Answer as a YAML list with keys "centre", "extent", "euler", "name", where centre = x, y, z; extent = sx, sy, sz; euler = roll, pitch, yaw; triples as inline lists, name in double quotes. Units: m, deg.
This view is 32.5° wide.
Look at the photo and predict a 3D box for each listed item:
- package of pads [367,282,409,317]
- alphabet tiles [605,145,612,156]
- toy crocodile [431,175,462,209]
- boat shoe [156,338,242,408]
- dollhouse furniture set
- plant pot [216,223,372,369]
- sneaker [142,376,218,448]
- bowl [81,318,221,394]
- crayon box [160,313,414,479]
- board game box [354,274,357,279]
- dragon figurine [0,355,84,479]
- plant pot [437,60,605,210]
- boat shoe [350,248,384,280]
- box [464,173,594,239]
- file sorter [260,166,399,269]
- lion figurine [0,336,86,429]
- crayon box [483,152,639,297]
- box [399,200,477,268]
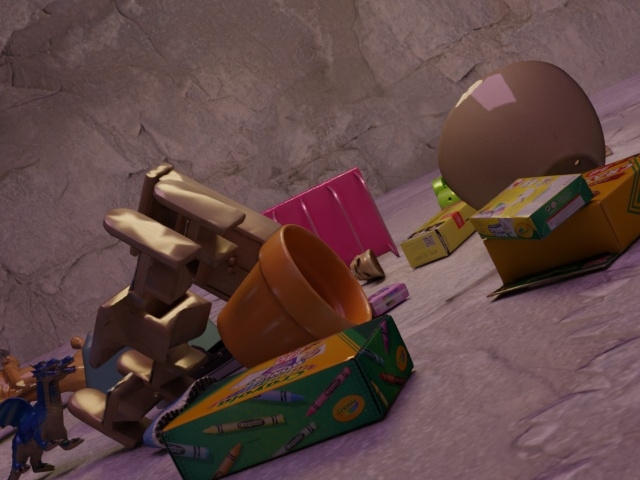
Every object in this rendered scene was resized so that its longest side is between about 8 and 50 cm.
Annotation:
- centre: [0.103, 0.101, 1.827]
  extent: [0.083, 0.032, 0.050]
  euler: [-30, 4, -35]
  name: "package of pads"
- centre: [0.513, -0.147, 2.368]
  extent: [0.237, 0.009, 0.198]
  euler: [-25, 6, 13]
  name: "alphabet tiles"
- centre: [0.333, -0.116, 2.497]
  extent: [0.115, 0.105, 0.340]
  euler: [-25, 1, 16]
  name: "toy crocodile"
- centre: [-0.204, 0.214, 1.927]
  extent: [0.229, 0.076, 0.080]
  euler: [-29, 6, -28]
  name: "boat shoe"
- centre: [-0.272, 0.056, 1.791]
  extent: [0.394, 0.257, 0.362]
  euler: [-40, -28, -54]
  name: "dollhouse furniture set"
- centre: [-0.055, 0.111, 1.735]
  extent: [0.188, 0.205, 0.205]
  euler: [-41, 1, 18]
  name: "plant pot"
- centre: [-0.207, 0.257, 1.638]
  extent: [0.073, 0.063, 0.162]
  euler: [-25, 5, 44]
  name: "sneaker"
- centre: [-0.335, 0.209, 2.123]
  extent: [0.312, 0.163, 0.311]
  euler: [-26, 5, 2]
  name: "bowl"
- centre: [-0.038, 0.195, 1.347]
  extent: [0.278, 0.081, 0.165]
  euler: [-24, 6, 21]
  name: "crayon box"
- centre: [-0.035, 0.144, 1.905]
  extent: [0.194, 0.060, 0.194]
  euler: [-24, 7, 21]
  name: "board game box"
- centre: [-0.483, 0.308, 1.816]
  extent: [0.289, 0.144, 0.085]
  euler: [-44, -28, 26]
  name: "dragon figurine"
- centre: [0.366, -0.135, 1.844]
  extent: [0.284, 0.284, 0.191]
  euler: [-27, 39, -5]
  name: "plant pot"
- centre: [0.089, 0.055, 2.179]
  extent: [0.059, 0.063, 0.170]
  euler: [-28, -4, 3]
  name: "boat shoe"
- centre: [0.281, -0.045, 1.510]
  extent: [0.105, 0.043, 0.179]
  euler: [-37, 15, -17]
  name: "box"
- centre: [0.000, 0.000, 2.363]
  extent: [0.291, 0.202, 0.182]
  euler: [-26, 9, 0]
  name: "file sorter"
- centre: [-0.614, 0.320, 2.491]
  extent: [0.392, 0.142, 0.240]
  euler: [-22, 13, -4]
  name: "lion figurine"
- centre: [0.376, -0.031, 1.579]
  extent: [0.202, 0.081, 0.318]
  euler: [-20, 9, 42]
  name: "crayon box"
- centre: [0.245, -0.019, 2.146]
  extent: [0.087, 0.058, 0.232]
  euler: [-23, 6, 35]
  name: "box"
